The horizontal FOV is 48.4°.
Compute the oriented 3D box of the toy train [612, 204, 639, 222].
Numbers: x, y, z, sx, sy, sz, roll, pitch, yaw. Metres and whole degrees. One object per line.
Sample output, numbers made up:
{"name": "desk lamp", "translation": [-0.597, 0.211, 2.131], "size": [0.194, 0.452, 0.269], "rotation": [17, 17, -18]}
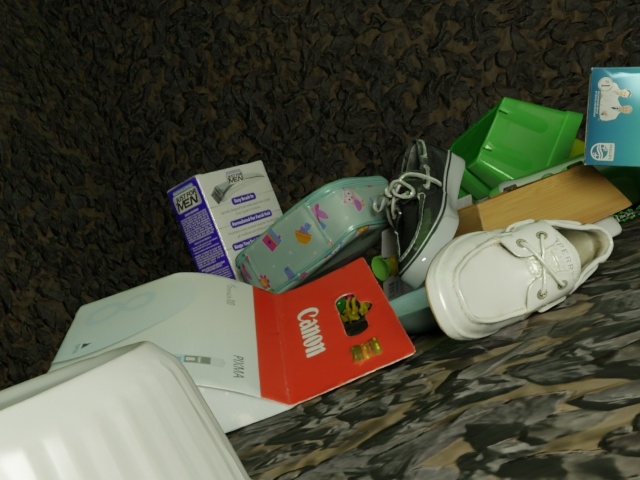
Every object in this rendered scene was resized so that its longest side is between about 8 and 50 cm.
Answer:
{"name": "toy train", "translation": [0.485, -0.040, 1.125], "size": [0.083, 0.017, 0.023], "rotation": [-21, -10, 20]}

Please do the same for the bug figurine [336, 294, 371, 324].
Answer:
{"name": "bug figurine", "translation": [-0.015, 0.120, 1.206], "size": [0.216, 0.072, 0.279], "rotation": [-21, 0, 32]}

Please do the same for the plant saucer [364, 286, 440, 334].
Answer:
{"name": "plant saucer", "translation": [0.149, 0.076, 0.857], "size": [0.194, 0.038, 0.195], "rotation": [-20, -1, 0]}

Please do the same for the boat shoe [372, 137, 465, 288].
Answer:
{"name": "boat shoe", "translation": [0.139, -0.056, 1.038], "size": [0.113, 0.105, 0.306], "rotation": [-52, 10, 44]}

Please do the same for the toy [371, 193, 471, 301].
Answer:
{"name": "toy", "translation": [0.176, 0.009, 1.251], "size": [0.056, 0.137, 0.237], "rotation": [18, 30, 42]}

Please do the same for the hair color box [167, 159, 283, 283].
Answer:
{"name": "hair color box", "translation": [-0.147, 0.026, 1.408], "size": [0.110, 0.339, 0.185], "rotation": [-20, 1, 41]}

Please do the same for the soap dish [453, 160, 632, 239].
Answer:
{"name": "soap dish", "translation": [0.290, -0.020, 1.094], "size": [0.228, 0.118, 0.291], "rotation": [-21, -1, -12]}

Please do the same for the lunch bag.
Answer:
{"name": "lunch bag", "translation": [0.000, 0.000, 1.217], "size": [0.279, 0.108, 0.224], "rotation": [-38, -12, 33]}

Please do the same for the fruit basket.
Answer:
{"name": "fruit basket", "translation": [0.480, -0.132, 1.602], "size": [0.283, 0.392, 0.392], "rotation": [-64, 15, -16]}

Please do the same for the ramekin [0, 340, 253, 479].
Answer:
{"name": "ramekin", "translation": [-0.165, 0.148, 0.363], "size": [0.272, 0.127, 0.273], "rotation": [-20, 0, 0]}

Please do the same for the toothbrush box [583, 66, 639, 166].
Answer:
{"name": "toothbrush box", "translation": [0.498, -0.156, 0.912], "size": [0.295, 0.126, 0.216], "rotation": [3, 9, 20]}

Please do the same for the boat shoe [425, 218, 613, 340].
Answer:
{"name": "boat shoe", "translation": [0.208, 0.022, 0.706], "size": [0.096, 0.098, 0.277], "rotation": [-22, -2, 44]}

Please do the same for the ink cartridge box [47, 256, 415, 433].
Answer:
{"name": "ink cartridge box", "translation": [-0.115, 0.103, 0.818], "size": [0.384, 0.091, 0.308], "rotation": [-22, 18, 0]}

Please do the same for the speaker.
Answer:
{"name": "speaker", "translation": [0.470, -0.092, 1.316], "size": [0.296, 0.131, 0.131], "rotation": [-21, 0, 19]}
